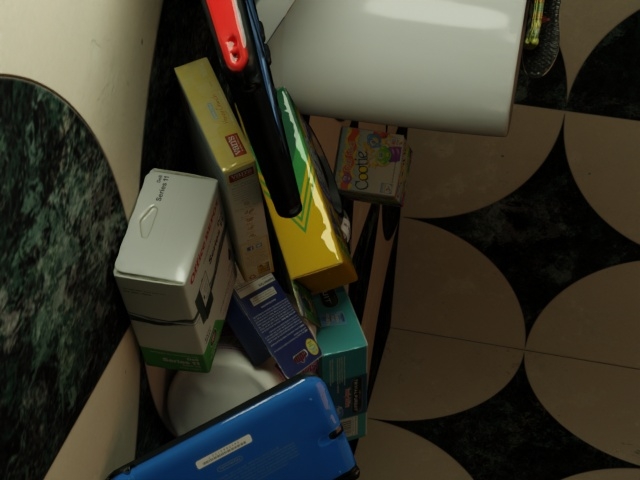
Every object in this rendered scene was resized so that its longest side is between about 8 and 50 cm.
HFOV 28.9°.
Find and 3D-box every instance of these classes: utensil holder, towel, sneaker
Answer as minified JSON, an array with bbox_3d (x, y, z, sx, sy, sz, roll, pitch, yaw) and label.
[{"bbox_3d":[0.124,-0.334,1.941,0.327,0.385,0.327,9,90,-82],"label":"utensil holder"},{"bbox_3d":[0.332,-0.410,1.883,0.102,0.021,0.237,-44,141,-85],"label":"towel"},{"bbox_3d":[0.358,-0.336,1.984,0.075,0.057,0.161,3,93,-76],"label":"sneaker"}]

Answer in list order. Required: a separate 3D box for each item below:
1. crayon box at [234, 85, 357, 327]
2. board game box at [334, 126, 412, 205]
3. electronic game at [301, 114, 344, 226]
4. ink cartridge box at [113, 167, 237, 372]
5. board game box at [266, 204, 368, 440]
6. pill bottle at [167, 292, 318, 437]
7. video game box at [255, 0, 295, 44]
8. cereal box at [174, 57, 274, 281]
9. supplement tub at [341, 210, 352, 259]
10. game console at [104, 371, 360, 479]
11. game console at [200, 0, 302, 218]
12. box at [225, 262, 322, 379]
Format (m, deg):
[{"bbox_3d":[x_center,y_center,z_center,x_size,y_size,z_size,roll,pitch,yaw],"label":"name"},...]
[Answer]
[{"bbox_3d":[-0.025,-0.043,1.826,0.203,0.083,0.323,48,24,-79],"label":"crayon box"},{"bbox_3d":[0.125,-0.166,2.869,0.275,0.142,0.144,19,80,-81],"label":"board game box"},{"bbox_3d":[-0.018,-0.116,2.083,0.229,0.048,0.229,-23,90,-80],"label":"electronic game"},{"bbox_3d":[-0.165,0.039,1.458,0.208,0.087,0.153,83,17,-56],"label":"ink cartridge box"},{"bbox_3d":[-0.006,0.132,2.081,0.253,0.079,0.336,89,-15,-48],"label":"board game box"},{"bbox_3d":[-0.096,0.182,1.764,0.301,0.169,0.169,-56,153,-68],"label":"pill bottle"},{"bbox_3d":[-0.037,-0.370,1.670,0.205,0.048,0.187,-45,-159,58],"label":"video game box"},{"bbox_3d":[-0.115,-0.082,1.512,0.240,0.047,0.173,86,-19,-57],"label":"cereal box"},{"bbox_3d":[0.000,0.000,2.344,0.190,0.117,0.117,86,16,-58],"label":"supplement tub"},{"bbox_3d":[-0.119,0.291,1.572,0.173,0.293,0.250,43,-24,58],"label":"game console"},{"bbox_3d":[-0.088,-0.238,1.317,0.386,0.060,0.342,72,0,-69],"label":"game console"},{"bbox_3d":[-0.089,0.080,1.648,0.225,0.036,0.136,57,22,3],"label":"box"}]
